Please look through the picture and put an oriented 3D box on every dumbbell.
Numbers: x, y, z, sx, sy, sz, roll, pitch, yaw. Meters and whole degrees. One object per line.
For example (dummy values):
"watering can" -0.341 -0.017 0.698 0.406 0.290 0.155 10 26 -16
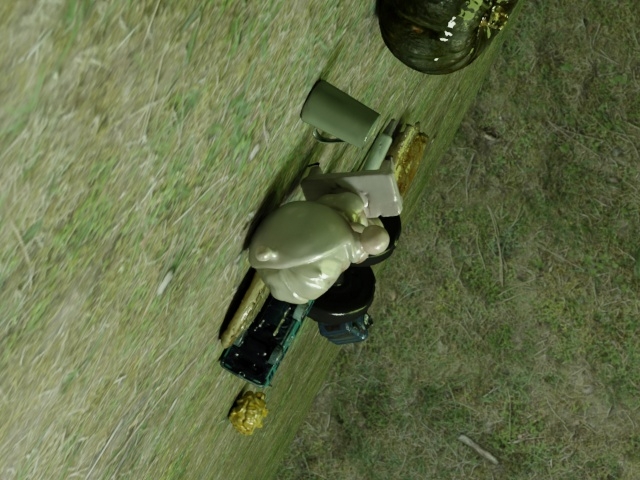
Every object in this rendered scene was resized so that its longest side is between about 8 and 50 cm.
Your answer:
"dumbbell" 0.032 0.019 2.100 0.143 0.143 0.325 -56 171 -41

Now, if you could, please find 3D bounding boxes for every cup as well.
"cup" 0.020 -0.139 1.668 0.075 0.083 0.054 -63 174 20

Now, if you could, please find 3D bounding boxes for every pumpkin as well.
"pumpkin" 0.169 -0.311 1.781 0.224 0.157 0.224 -49 161 -23

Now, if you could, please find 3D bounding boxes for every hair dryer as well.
"hair dryer" 0.089 -0.123 2.389 0.183 0.044 0.155 -62 176 -23

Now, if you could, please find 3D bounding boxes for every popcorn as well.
"popcorn" -0.121 0.292 2.398 0.083 0.057 0.082 -60 167 10

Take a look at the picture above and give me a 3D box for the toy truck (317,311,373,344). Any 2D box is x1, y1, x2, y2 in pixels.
"toy truck" 0.036 0.062 2.273 0.088 0.074 0.202 33 52 -58

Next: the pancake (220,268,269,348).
"pancake" -0.093 0.078 1.921 0.158 0.028 0.158 -61 176 -8

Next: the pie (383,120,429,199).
"pie" 0.123 -0.093 2.604 0.282 0.068 0.128 -63 161 8

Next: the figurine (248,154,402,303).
"figurine" 0.004 -0.008 1.781 0.257 0.182 0.145 -48 149 -55

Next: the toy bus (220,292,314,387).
"toy bus" -0.076 0.133 2.038 0.160 0.079 0.092 -62 173 -11
